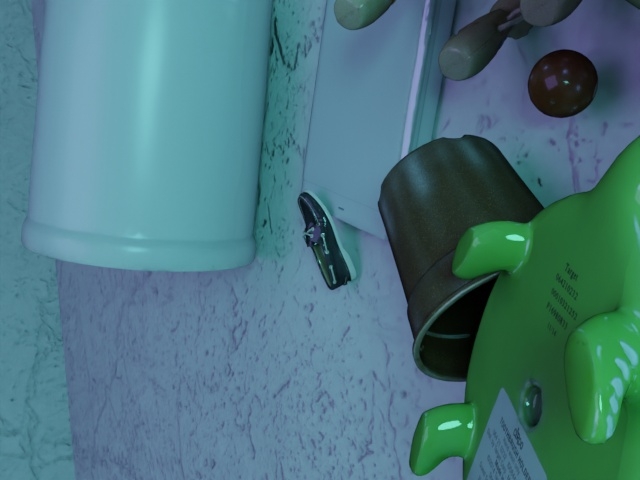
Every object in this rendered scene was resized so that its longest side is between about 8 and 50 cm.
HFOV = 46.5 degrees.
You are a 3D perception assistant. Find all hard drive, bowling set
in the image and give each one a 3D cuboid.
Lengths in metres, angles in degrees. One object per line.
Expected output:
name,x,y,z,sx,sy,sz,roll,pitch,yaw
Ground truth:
hard drive,0.059,-0.172,0.850,0.203,0.040,0.308,28,114,53
bowling set,0.168,-0.207,0.622,0.287,0.154,0.200,-17,112,53

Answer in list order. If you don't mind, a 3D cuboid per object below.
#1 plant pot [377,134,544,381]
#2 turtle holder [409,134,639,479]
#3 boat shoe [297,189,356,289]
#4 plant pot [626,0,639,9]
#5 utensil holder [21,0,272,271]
plant pot,0.132,0.008,0.644,0.167,0.166,0.165,-60,37,38
turtle holder,0.205,0.077,0.448,0.243,0.227,0.321,153,126,-79
boat shoe,0.000,0.000,0.900,0.125,0.038,0.046,64,161,-10
plant pot,0.203,-0.196,0.330,0.256,0.274,0.257,16,109,55
utensil holder,-0.238,-0.174,1.051,0.327,0.327,0.386,16,102,56
